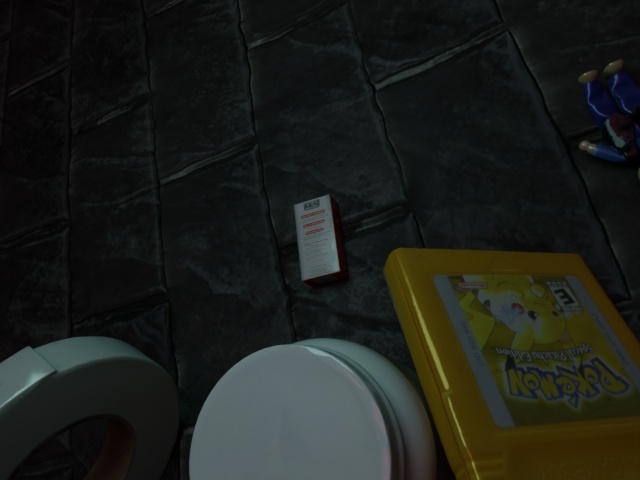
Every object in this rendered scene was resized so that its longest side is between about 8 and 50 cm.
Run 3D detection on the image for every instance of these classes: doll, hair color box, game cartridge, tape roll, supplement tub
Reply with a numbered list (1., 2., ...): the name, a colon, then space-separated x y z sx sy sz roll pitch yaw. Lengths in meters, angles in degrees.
1. doll: 0.429 -0.158 0.729 0.129 0.046 0.188 -20 70 7
2. hair color box: 0.000 0.000 0.875 0.072 0.043 0.141 -15 67 20
3. game cartridge: 0.243 0.140 0.560 0.286 0.052 0.323 2 44 -17
4. tape roll: -0.370 0.323 0.730 0.072 0.392 0.391 23 83 30
5. supplement tub: 0.032 0.245 0.601 0.241 0.331 0.240 -9 68 22
